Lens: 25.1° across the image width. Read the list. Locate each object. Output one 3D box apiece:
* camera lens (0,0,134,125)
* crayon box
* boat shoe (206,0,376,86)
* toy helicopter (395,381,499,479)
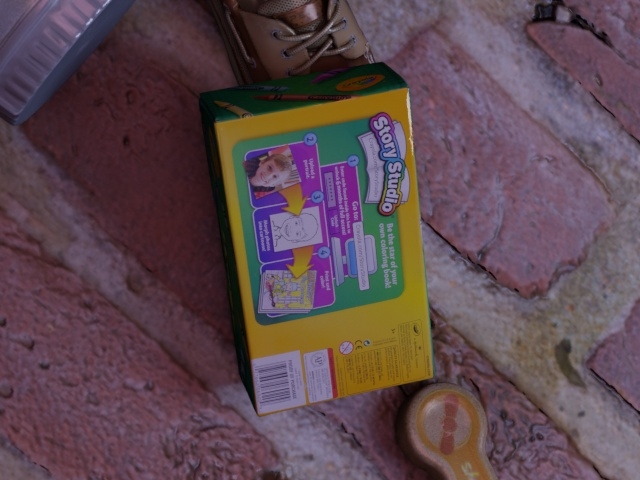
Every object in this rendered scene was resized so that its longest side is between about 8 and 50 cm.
[{"bbox_3d":[-0.290,-0.255,1.164,0.274,0.219,0.219,40,82,-7],"label":"camera lens"},{"bbox_3d":[0.000,0.000,1.234,0.165,0.081,0.278,-11,113,-11],"label":"crayon box"},{"bbox_3d":[-0.030,-0.191,1.262,0.123,0.120,0.324,-34,95,-9],"label":"boat shoe"},{"bbox_3d":[0.151,0.300,1.288,0.235,0.140,0.355,-22,79,-14],"label":"toy helicopter"}]
